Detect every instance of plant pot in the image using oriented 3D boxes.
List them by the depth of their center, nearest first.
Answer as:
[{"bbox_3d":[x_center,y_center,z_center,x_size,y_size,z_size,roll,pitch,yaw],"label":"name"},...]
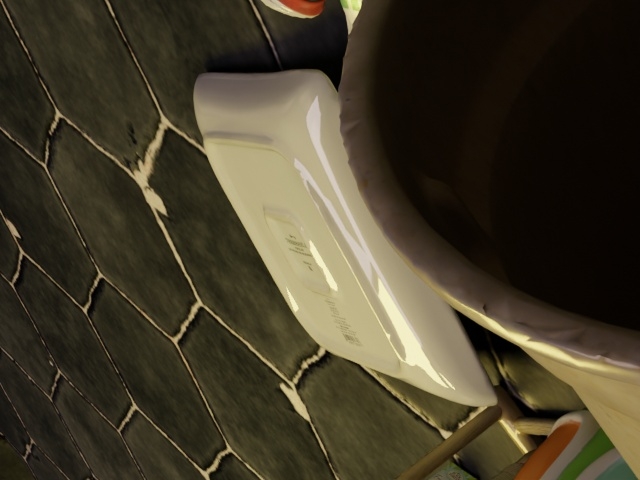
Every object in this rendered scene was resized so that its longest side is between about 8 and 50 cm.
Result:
[{"bbox_3d":[0.216,0.014,0.555,0.334,0.334,0.305,28,155,46],"label":"plant pot"}]

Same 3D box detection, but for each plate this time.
[{"bbox_3d":[0.000,0.000,1.186,0.278,0.045,0.277,61,163,-16],"label":"plate"}]

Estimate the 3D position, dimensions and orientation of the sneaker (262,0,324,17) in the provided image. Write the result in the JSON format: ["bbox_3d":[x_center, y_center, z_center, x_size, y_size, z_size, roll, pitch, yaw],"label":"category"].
[{"bbox_3d":[-0.041,-0.217,1.037,0.158,0.061,0.065,45,127,21],"label":"sneaker"}]

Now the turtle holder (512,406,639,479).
[{"bbox_3d":[0.227,0.237,0.880,0.320,0.227,0.243,57,156,-1],"label":"turtle holder"}]

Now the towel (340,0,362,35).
[{"bbox_3d":[0.085,-0.130,0.912,0.248,0.038,0.325,36,149,36],"label":"towel"}]

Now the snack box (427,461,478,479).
[{"bbox_3d":[0.099,0.271,1.318,0.037,0.100,0.141,30,146,46],"label":"snack box"}]

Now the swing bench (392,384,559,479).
[{"bbox_3d":[0.132,0.272,1.071,0.254,0.253,0.165,61,156,-9],"label":"swing bench"}]
